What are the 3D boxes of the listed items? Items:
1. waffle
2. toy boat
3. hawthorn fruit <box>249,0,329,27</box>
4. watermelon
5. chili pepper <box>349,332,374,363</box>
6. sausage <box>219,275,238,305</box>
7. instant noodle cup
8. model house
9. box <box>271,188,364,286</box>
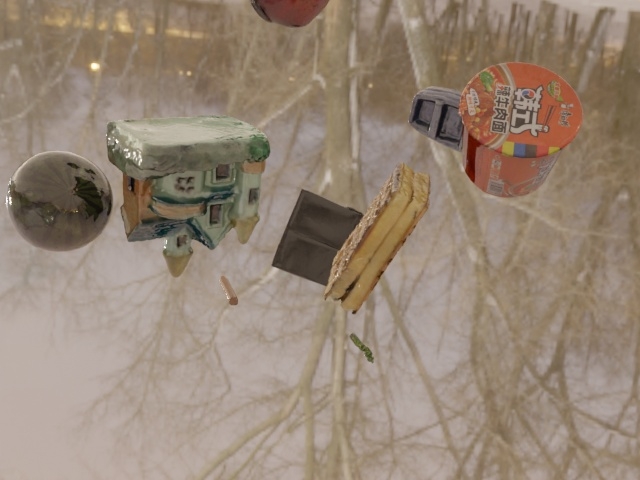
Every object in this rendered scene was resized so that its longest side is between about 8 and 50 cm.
[{"bbox_3d":[0.126,-0.008,1.802,0.091,0.308,0.213,30,-156,-5],"label":"waffle"},{"bbox_3d":[0.356,-0.280,2.014,0.283,0.127,0.078,26,-140,17],"label":"toy boat"},{"bbox_3d":[-0.058,-0.625,1.934,0.215,0.249,0.215,20,-136,-20],"label":"hawthorn fruit"},{"bbox_3d":[-0.521,-0.077,1.649,0.212,0.212,0.212,5,-167,-1],"label":"watermelon"},{"bbox_3d":[0.096,0.245,1.876,0.022,0.083,0.027,-39,175,-15],"label":"chili pepper"},{"bbox_3d":[-0.234,0.125,2.091,0.026,0.026,0.116,0,-152,-22],"label":"sausage"},{"bbox_3d":[0.408,-0.221,1.756,0.251,0.250,0.192,6,150,5],"label":"instant noodle cup"},{"bbox_3d":[-0.249,-0.059,1.574,0.267,0.324,0.194,-9,-152,-34],"label":"model house"},{"bbox_3d":[0.001,0.000,2.558,0.205,0.251,0.345,22,180,4],"label":"box"}]
